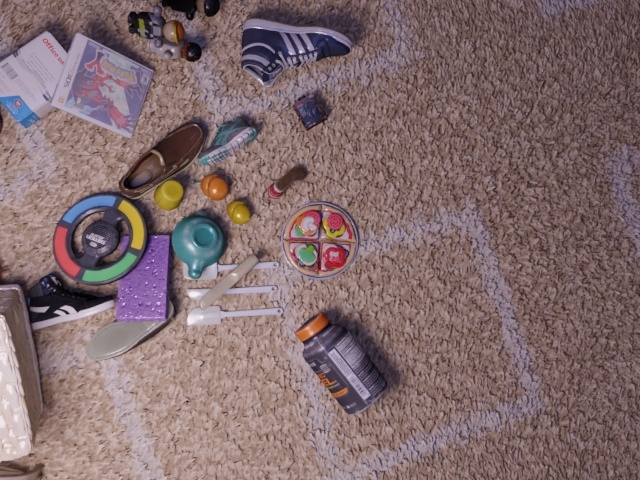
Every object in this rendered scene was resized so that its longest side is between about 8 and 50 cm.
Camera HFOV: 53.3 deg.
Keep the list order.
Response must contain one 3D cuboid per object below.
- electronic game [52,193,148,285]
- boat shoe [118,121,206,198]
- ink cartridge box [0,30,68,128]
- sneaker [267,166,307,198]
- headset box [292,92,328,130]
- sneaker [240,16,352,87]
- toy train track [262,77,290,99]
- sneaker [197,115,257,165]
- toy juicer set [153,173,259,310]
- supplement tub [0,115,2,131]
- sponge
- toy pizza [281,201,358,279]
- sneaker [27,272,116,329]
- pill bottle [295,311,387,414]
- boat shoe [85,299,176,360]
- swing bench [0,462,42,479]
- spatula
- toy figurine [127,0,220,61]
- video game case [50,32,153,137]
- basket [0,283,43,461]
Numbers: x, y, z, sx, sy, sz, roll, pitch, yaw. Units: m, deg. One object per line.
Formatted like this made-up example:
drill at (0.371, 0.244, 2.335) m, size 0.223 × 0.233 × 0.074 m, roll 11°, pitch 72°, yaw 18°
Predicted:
electronic game at (-0.525, -0.004, 1.520) m, size 0.230 × 0.048 × 0.229 m, roll -1°, pitch 73°, yaw 2°
boat shoe at (-0.381, -0.196, 1.558) m, size 0.095 × 0.095 × 0.257 m, roll 44°, pitch 81°, yaw -4°
ink cartridge box at (-0.682, -0.384, 1.530) m, size 0.191 × 0.082 × 0.139 m, roll -39°, pitch 93°, yaw -11°
sneaker at (-0.089, -0.147, 1.635) m, size 0.118 × 0.067 × 0.042 m, roll -36°, pitch 90°, yaw -40°
headset box at (-0.029, -0.337, 1.656) m, size 0.062 × 0.032 × 0.083 m, roll -31°, pitch 93°, yaw -10°
sneaker at (-0.066, -0.464, 1.619) m, size 0.283 × 0.099 × 0.153 m, roll 9°, pitch 77°, yaw -1°
toy train track at (-0.114, -0.398, 1.656) m, size 0.083 × 0.014 × 0.048 m, roll -33°, pitch 92°, yaw -10°
sneaker at (-0.244, -0.253, 1.610) m, size 0.167 × 0.065 × 0.076 m, roll -34°, pitch 76°, yaw -13°
toy juicer set at (-0.263, -0.010, 1.579) m, size 0.209 × 0.089 × 0.328 m, roll -19°, pitch 86°, yaw -28°
supplement tub at (-0.805, -0.288, 1.445) m, size 0.106 × 0.198 × 0.105 m, roll 1°, pitch 85°, yaw -8°
sponge at (-0.421, 0.089, 1.527) m, size 0.117 × 0.031 × 0.209 m, roll -2°, pitch 69°, yaw 1°
toy pizza at (0.000, 0.000, 1.638) m, size 0.202 × 0.032 × 0.201 m, roll 1°, pitch 86°, yaw -9°
sneaker at (-0.592, 0.128, 1.486) m, size 0.217 × 0.079 × 0.121 m, roll -15°, pitch 90°, yaw 11°
pill bottle at (0.044, 0.296, 1.576) m, size 0.130 × 0.130 × 0.245 m, roll -38°, pitch 92°, yaw -9°
boat shoe at (-0.449, 0.221, 1.531) m, size 0.228 × 0.068 × 0.081 m, roll -31°, pitch 72°, yaw -10°
swing bench at (-0.785, 0.618, 1.405) m, size 0.255 × 0.165 × 0.253 m, roll 14°, pitch 84°, yaw -8°
spatula at (-0.218, 0.123, 1.602) m, size 0.242 × 0.019 × 0.168 m, roll -3°, pitch 86°, yaw -9°
toy figurine at (-0.345, -0.544, 1.528) m, size 0.148 × 0.213 × 0.209 m, roll 13°, pitch 83°, yaw 6°
video game case at (-0.521, -0.369, 1.535) m, size 0.201 × 0.023 × 0.183 m, roll 22°, pitch 82°, yaw -39°
basket at (-0.779, 0.296, 1.329) m, size 0.329 × 0.266 × 0.330 m, roll -9°, pitch 103°, yaw -19°
